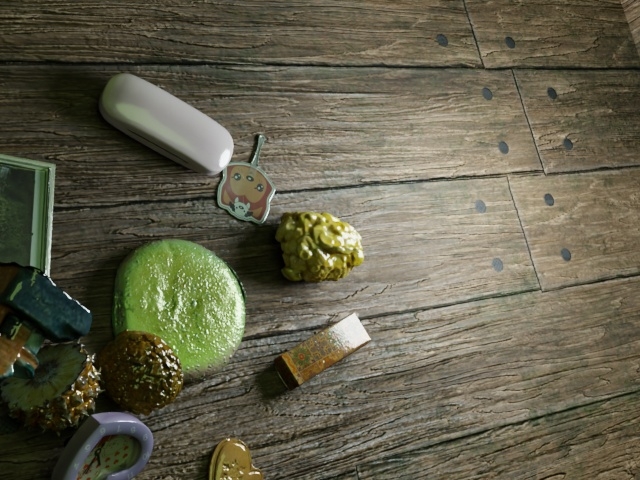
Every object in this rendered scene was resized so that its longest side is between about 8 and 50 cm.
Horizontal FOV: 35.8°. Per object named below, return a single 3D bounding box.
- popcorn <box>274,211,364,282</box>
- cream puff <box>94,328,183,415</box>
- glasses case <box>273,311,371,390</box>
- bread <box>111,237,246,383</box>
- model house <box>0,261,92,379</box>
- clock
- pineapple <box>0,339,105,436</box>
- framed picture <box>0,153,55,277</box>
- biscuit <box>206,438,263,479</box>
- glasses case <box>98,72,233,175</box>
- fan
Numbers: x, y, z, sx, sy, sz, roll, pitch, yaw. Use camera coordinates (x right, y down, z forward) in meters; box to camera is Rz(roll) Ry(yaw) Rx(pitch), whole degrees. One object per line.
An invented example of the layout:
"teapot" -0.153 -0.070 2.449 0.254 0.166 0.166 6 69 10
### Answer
"popcorn" -0.004 0.015 2.111 0.194 0.140 0.163 30 53 -18
"cream puff" -0.331 0.243 1.805 0.165 0.115 0.150 7 93 -10
"glasses case" 0.004 0.233 2.086 0.218 0.049 0.075 -27 82 -37
"bread" -0.270 0.135 1.950 0.302 0.045 0.301 12 68 -31
"model house" -0.548 0.193 1.620 0.184 0.253 0.291 48 56 -35
"clock" -0.390 0.368 1.734 0.198 0.064 0.172 -32 135 -37
"pineapple" -0.452 0.277 1.731 0.176 0.161 0.136 -38 130 -23
"framed picture" -0.601 -0.029 1.812 0.231 0.018 0.293 9 68 -30
"biscuit" -0.163 0.453 1.911 0.118 0.023 0.140 11 66 -29
"glasses case" -0.315 -0.238 2.040 0.297 0.075 0.113 29 60 -20
"fan" -0.151 -0.140 2.151 0.132 0.009 0.219 27 60 -23
